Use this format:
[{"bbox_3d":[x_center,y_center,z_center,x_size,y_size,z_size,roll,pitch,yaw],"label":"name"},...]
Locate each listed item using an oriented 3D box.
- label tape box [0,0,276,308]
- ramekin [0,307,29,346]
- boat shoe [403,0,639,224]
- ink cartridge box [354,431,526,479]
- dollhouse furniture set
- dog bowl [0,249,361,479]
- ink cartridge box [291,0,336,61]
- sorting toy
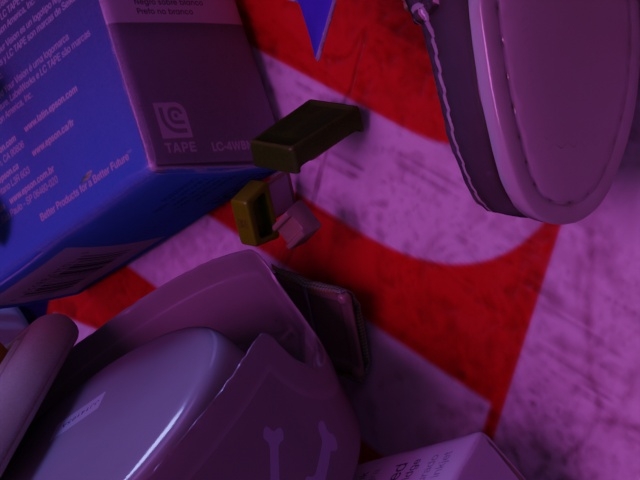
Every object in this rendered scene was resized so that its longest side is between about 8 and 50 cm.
[{"bbox_3d":[-0.180,-0.159,0.972,0.249,0.115,0.348,-29,72,45],"label":"label tape box"},{"bbox_3d":[-0.309,0.138,1.132,0.272,0.127,0.273,7,99,45],"label":"ramekin"},{"bbox_3d":[0.079,-0.154,0.708,0.091,0.109,0.305,-11,81,47],"label":"boat shoe"},{"bbox_3d":[-0.025,0.235,0.771,0.289,0.211,0.121,-24,112,45],"label":"ink cartridge box"},{"bbox_3d":[0.000,0.000,0.866,0.076,0.058,0.152,12,124,40],"label":"dollhouse furniture set"},{"bbox_3d":[-0.126,0.156,0.802,0.348,0.349,0.102,-24,111,45],"label":"dog bowl"},{"bbox_3d":[-0.012,-0.233,0.741,0.206,0.045,0.208,108,157,-47],"label":"ink cartridge box"},{"bbox_3d":[-0.249,0.135,0.886,0.208,0.193,0.038,-34,107,22],"label":"sorting toy"}]
